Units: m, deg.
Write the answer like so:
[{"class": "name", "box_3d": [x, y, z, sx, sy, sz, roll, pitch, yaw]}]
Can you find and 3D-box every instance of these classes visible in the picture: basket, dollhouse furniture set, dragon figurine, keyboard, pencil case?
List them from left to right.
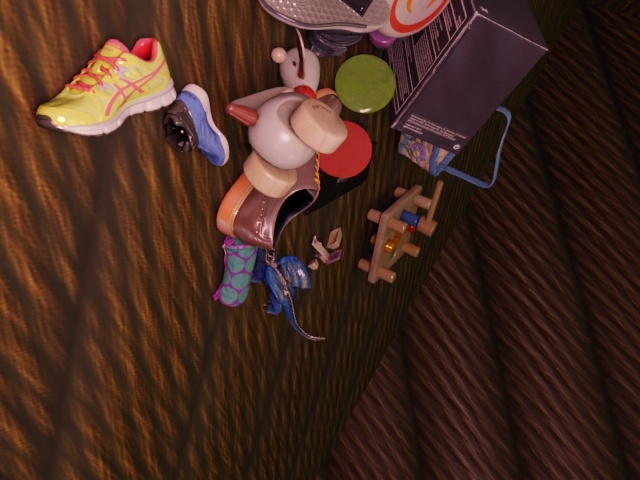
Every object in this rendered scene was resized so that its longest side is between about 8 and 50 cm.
[{"class": "pencil case", "box_3d": [-0.166, 0.055, 1.275, 0.070, 0.064, 0.152, -2, 125, -23]}, {"class": "dragon figurine", "box_3d": [-0.078, 0.084, 1.326, 0.085, 0.289, 0.144, -26, 172, -27]}, {"class": "dollhouse furniture set", "box_3d": [0.000, 0.000, 1.675, 0.081, 0.091, 0.114, 48, 36, -25]}, {"class": "keyboard", "box_3d": [0.052, -0.189, 1.553, 0.317, 0.033, 0.202, -33, 145, -54]}, {"class": "basket", "box_3d": [0.370, -0.290, 1.812, 0.201, 0.288, 0.255, -51, 153, -42]}]

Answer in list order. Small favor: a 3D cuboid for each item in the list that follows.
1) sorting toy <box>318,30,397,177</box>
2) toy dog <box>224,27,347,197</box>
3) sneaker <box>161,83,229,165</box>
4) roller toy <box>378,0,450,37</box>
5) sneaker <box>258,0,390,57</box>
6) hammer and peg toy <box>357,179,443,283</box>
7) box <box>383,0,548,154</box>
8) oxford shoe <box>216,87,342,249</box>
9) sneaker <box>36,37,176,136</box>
[{"class": "sorting toy", "box_3d": [0.086, -0.297, 1.410, 0.126, 0.127, 0.366, 87, 22, -83]}, {"class": "toy dog", "box_3d": [-0.074, -0.218, 1.021, 0.161, 0.334, 0.220, 32, 104, -27]}, {"class": "sneaker", "box_3d": [-0.191, -0.152, 0.984, 0.085, 0.058, 0.152, -58, 155, -30]}, {"class": "roller toy", "box_3d": [0.148, -0.496, 1.213, 0.191, 0.146, 0.209, -21, 153, -28]}, {"class": "sneaker", "box_3d": [-0.020, -0.372, 1.101, 0.226, 0.163, 0.086, 4, 88, -25]}, {"class": "hammer and peg toy", "box_3d": [0.259, -0.050, 2.059, 0.361, 0.127, 0.266, -39, 146, -47]}, {"class": "box", "box_3d": [0.285, -0.396, 1.358, 0.294, 0.182, 0.296, 126, -26, -43]}, {"class": "oxford shoe", "box_3d": [-0.042, -0.134, 1.245, 0.364, 0.132, 0.130, -57, 160, -17]}, {"class": "sneaker", "box_3d": [-0.259, -0.190, 0.779, 0.208, 0.081, 0.094, -48, 147, -51]}]
